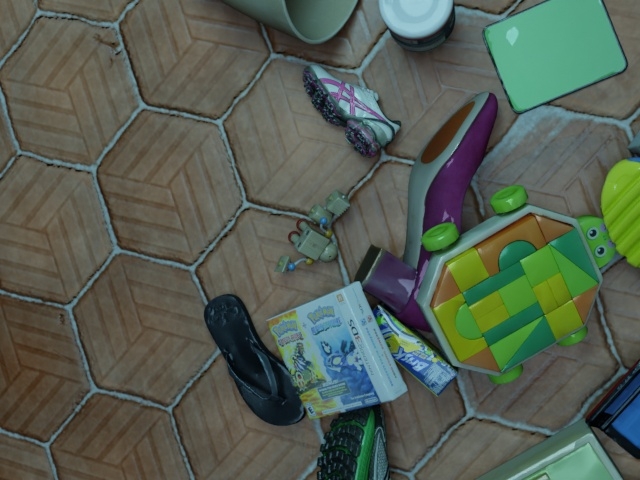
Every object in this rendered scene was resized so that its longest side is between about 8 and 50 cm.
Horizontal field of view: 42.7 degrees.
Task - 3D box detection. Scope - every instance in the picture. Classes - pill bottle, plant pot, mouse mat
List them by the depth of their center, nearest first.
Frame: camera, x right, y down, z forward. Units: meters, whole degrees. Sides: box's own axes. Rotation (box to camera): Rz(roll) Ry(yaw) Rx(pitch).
[{"bbox_3d":[0.150,-0.344,1.241,0.108,0.180,0.108,1,93,11],"label":"pill bottle"},{"bbox_3d":[-0.100,-0.460,1.273,0.274,0.256,0.256,20,97,27],"label":"plant pot"},{"bbox_3d":[0.367,-0.302,1.290,0.190,0.007,0.152,-21,89,12],"label":"mouse mat"}]

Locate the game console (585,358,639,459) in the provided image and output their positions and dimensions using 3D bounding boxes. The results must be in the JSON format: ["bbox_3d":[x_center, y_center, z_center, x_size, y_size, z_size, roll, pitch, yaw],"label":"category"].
[{"bbox_3d":[0.495,0.257,1.257,0.144,0.124,0.085,-51,57,9],"label":"game console"}]

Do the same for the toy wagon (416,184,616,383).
[{"bbox_3d":[0.318,0.051,1.240,0.344,0.068,0.267,-29,107,-2],"label":"toy wagon"}]

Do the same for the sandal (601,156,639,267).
[{"bbox_3d":[0.537,0.010,1.211,0.126,0.138,0.317,-38,85,38],"label":"sandal"}]

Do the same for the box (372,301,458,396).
[{"bbox_3d":[0.144,0.174,1.330,0.169,0.059,0.054,41,98,6],"label":"box"}]

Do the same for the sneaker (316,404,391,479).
[{"bbox_3d":[0.080,0.432,1.341,0.146,0.134,0.343,2,86,-25],"label":"sneaker"}]

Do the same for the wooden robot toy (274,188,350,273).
[{"bbox_3d":[0.000,0.000,1.359,0.079,0.076,0.173,31,100,-28],"label":"wooden robot toy"}]

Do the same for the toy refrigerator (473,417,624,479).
[{"bbox_3d":[0.331,0.399,1.288,0.269,0.094,0.102,-33,87,11],"label":"toy refrigerator"}]

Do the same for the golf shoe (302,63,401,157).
[{"bbox_3d":[0.048,-0.222,1.334,0.086,0.067,0.186,-40,82,-19],"label":"golf shoe"}]

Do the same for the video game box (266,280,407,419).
[{"bbox_3d":[0.021,0.181,1.310,0.205,0.048,0.187,-27,85,46],"label":"video game box"}]

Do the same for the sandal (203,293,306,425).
[{"bbox_3d":[-0.120,0.210,1.385,0.097,0.054,0.254,-37,86,11],"label":"sandal"}]

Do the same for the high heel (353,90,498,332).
[{"bbox_3d":[0.216,-0.040,1.300,0.181,0.127,0.377,30,97,-15],"label":"high heel"}]

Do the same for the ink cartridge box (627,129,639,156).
[{"bbox_3d":[0.562,-0.112,1.190,0.203,0.148,0.086,37,101,8],"label":"ink cartridge box"}]
